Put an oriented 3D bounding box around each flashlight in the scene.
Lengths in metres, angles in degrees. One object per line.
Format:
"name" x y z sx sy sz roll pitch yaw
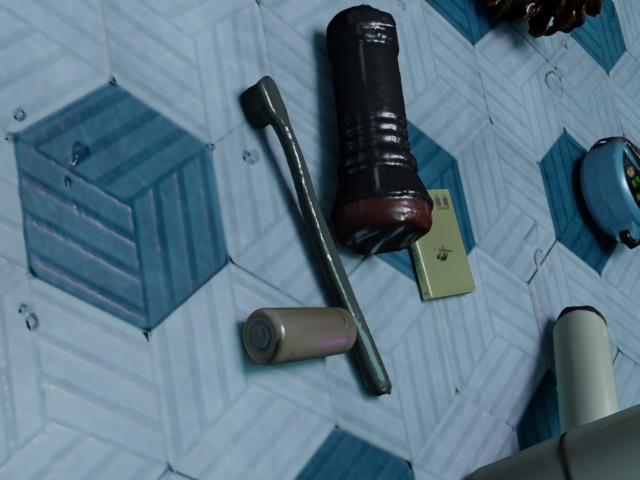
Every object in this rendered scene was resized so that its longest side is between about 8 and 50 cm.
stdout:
"flashlight" 0.046 -0.106 0.863 0.093 0.093 0.231 17 57 -41

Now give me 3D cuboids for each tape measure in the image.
"tape measure" 0.392 -0.063 1.203 0.125 0.081 0.146 -30 96 -51

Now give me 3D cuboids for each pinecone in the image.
"pinecone" 0.270 -0.327 1.135 0.174 0.174 0.173 20 61 -40

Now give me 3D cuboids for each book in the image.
"book" 0.116 0.003 0.938 0.077 0.014 0.110 -5 78 -45

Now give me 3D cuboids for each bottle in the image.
"bottle" -0.014 0.076 0.751 0.096 0.045 0.045 3 73 -47

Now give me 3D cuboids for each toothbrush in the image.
"toothbrush" 0.000 0.000 0.809 0.030 0.031 0.297 -28 96 -57

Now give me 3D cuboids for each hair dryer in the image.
"hair dryer" 0.264 0.171 0.926 0.128 0.203 0.362 51 26 -18
